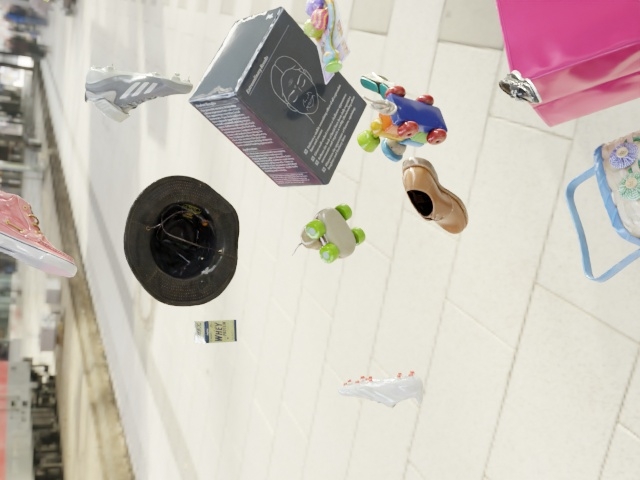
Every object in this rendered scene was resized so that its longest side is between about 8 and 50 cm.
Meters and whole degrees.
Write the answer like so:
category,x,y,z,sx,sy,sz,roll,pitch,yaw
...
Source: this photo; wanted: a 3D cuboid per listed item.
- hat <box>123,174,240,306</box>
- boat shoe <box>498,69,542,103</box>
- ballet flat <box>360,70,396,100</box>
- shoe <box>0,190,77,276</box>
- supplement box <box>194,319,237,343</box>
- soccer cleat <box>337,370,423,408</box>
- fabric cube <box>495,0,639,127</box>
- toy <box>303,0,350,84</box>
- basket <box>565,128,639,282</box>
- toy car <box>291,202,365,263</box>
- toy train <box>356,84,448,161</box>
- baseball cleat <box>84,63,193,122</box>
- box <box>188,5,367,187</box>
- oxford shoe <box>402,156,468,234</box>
category,x,y,z,sx,sy,sz,roll,pitch,yaw
hat,-0.365,0.009,1.942,0.134,0.331,0.331,-19,68,57
boat shoe,0.340,-0.257,1.311,0.046,0.038,0.125,56,-172,-30
ballet flat,0.169,-0.401,1.995,0.168,0.052,0.057,42,156,38
shoe,-0.441,-0.013,1.155,0.063,0.178,0.081,-33,35,61
supplement box,-0.261,0.225,1.903,0.083,0.083,0.056,-12,79,60
soccer cleat,0.134,0.341,1.715,0.068,0.196,0.076,-9,-90,-72
fabric cube,0.512,-0.408,1.489,0.258,0.259,0.254,-17,70,28
toy,-0.002,-0.504,1.799,0.137,0.056,0.237,-43,58,57
basket,0.616,-0.084,1.519,0.289,0.201,0.255,-49,35,46
toy car,0.000,0.000,2.150,0.188,0.155,0.149,-27,93,46
toy train,0.123,-0.227,1.515,0.143,0.248,0.105,-36,61,40
baseball cleat,-0.348,-0.276,1.470,0.072,0.206,0.109,-57,-25,-81
box,-0.106,-0.375,2.089,0.212,0.395,0.293,2,58,46
oxford shoe,0.204,-0.060,1.388,0.076,0.212,0.076,-13,53,34
